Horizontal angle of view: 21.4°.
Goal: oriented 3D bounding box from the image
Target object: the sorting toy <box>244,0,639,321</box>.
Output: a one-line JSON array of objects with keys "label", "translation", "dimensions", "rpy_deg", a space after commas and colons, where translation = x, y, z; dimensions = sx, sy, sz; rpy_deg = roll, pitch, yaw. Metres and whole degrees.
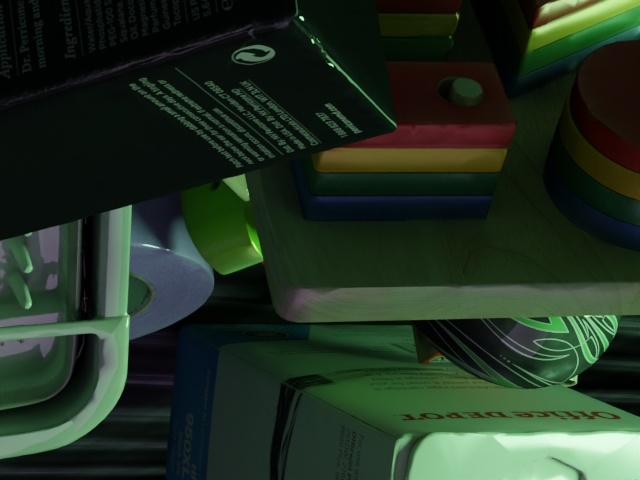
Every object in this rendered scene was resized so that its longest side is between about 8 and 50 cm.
[{"label": "sorting toy", "translation": [0.088, -0.085, 0.847], "dimensions": [0.255, 0.257, 0.089], "rpy_deg": [-1, 134, -14]}]

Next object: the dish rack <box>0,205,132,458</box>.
[{"label": "dish rack", "translation": [-0.245, -0.022, 0.903], "dimensions": [0.285, 0.072, 0.333], "rpy_deg": [-6, 125, -19]}]

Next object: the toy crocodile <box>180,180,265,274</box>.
[{"label": "toy crocodile", "translation": [0.000, 0.000, 1.259], "dimensions": [0.115, 0.105, 0.340], "rpy_deg": [-14, 162, 16]}]

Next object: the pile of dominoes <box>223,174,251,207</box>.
[{"label": "pile of dominoes", "translation": [0.042, -0.076, 1.086], "dimensions": [0.196, 0.040, 0.251], "rpy_deg": [-37, 150, 5]}]

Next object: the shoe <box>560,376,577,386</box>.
[{"label": "shoe", "translation": [0.176, 0.142, 1.844], "dimensions": [0.219, 0.058, 0.076], "rpy_deg": [-8, 162, -4]}]

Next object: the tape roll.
[{"label": "tape roll", "translation": [-0.217, 0.008, 1.207], "dimensions": [0.275, 0.090, 0.275], "rpy_deg": [-9, 162, -3]}]

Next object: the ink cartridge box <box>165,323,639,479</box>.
[{"label": "ink cartridge box", "translation": [0.074, 0.194, 1.514], "dimensions": [0.285, 0.166, 0.395], "rpy_deg": [2, -171, -30]}]

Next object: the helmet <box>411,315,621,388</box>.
[{"label": "helmet", "translation": [0.143, 0.029, 1.244], "dimensions": [0.169, 0.161, 0.169], "rpy_deg": [-42, 154, -26]}]

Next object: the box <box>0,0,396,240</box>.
[{"label": "box", "translation": [-0.094, -0.144, 0.534], "dimensions": [0.184, 0.261, 0.103], "rpy_deg": [-13, 161, 14]}]

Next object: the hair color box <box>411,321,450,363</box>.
[{"label": "hair color box", "translation": [0.138, 0.041, 1.467], "dimensions": [0.053, 0.093, 0.167], "rpy_deg": [1, 159, -25]}]
